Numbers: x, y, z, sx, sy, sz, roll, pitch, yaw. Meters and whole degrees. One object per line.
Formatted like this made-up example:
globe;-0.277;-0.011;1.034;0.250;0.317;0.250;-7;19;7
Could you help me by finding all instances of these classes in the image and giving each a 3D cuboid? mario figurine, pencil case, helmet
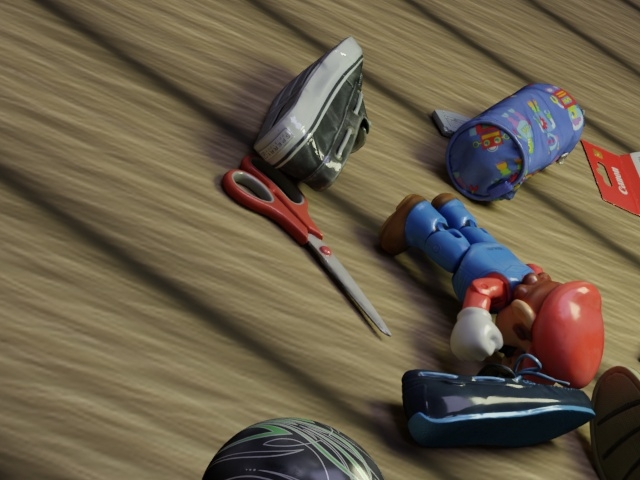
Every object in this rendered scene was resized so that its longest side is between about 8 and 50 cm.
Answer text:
mario figurine;0.204;0.083;1.825;0.198;0.170;0.320;-32;52;-20
pencil case;0.290;-0.145;2.202;0.133;0.119;0.306;59;31;0
helmet;-0.022;0.233;1.293;0.169;0.161;0.169;25;31;-16

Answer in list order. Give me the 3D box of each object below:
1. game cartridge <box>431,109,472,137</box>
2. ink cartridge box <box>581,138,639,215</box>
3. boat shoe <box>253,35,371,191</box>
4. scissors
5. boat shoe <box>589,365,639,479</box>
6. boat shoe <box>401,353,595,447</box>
game cartridge;0.207;-0.171;2.261;0.083;0.017;0.056;12;40;-34
ink cartridge box;0.545;-0.092;2.448;0.224;0.056;0.181;24;31;-21
boat shoe;0.004;-0.157;1.962;0.119;0.121;0.335;46;32;-12
scissors;0.000;0.000;1.797;0.297;0.021;0.109;42;28;15
boat shoe;0.406;0.282;1.716;0.103;0.113;0.302;9;49;-39
boat shoe;0.202;0.170;1.662;0.258;0.109;0.089;9;49;-41
